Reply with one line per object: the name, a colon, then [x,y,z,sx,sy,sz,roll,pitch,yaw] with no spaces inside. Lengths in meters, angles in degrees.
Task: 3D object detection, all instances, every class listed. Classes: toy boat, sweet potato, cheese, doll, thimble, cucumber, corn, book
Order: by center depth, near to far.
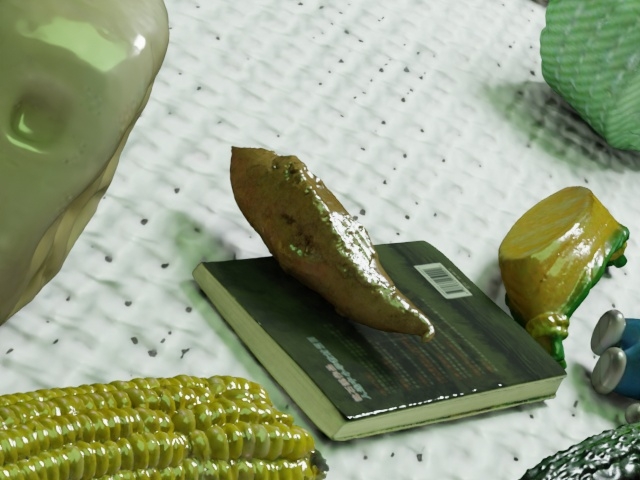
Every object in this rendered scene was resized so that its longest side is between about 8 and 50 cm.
corn: [-0.128,0.122,0.911,0.291,0.101,0.101,-5,44,-40]
cheese: [-0.174,-0.055,1.035,0.117,0.218,0.235,31,62,-1]
cucumber: [0.183,0.152,1.175,0.058,0.058,0.187,46,32,25]
sweet potato: [0.000,0.000,1.196,0.060,0.068,0.206,-30,63,-31]
book: [0.043,0.060,1.222,0.228,0.024,0.160,-6,43,-46]
doll: [0.271,0.094,1.318,0.151,0.085,0.114,14,55,-9]
toy boat: [0.188,0.019,1.371,0.088,0.089,0.229,66,28,-13]
thimble: [0.310,-0.187,1.646,0.219,0.219,0.150,-9,49,-48]
